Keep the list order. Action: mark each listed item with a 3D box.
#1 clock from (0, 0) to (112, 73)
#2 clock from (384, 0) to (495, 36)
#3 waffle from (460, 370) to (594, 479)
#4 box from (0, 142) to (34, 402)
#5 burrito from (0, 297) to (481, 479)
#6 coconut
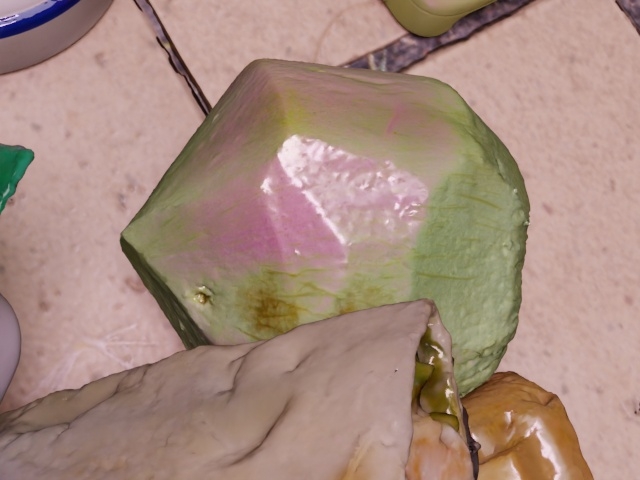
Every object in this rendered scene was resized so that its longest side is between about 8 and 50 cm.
[{"bbox_3d":[-0.242,-0.226,0.709,0.231,0.083,0.230,3,76,-11],"label":"clock"},{"bbox_3d":[0.131,-0.262,0.791,0.232,0.069,0.170,-24,80,-17],"label":"clock"},{"bbox_3d":[0.077,0.279,0.629,0.304,0.077,0.348,-19,79,-16],"label":"waffle"},{"bbox_3d":[-0.285,0.070,0.547,0.337,0.106,0.264,11,69,33],"label":"box"},{"bbox_3d":[-0.084,0.157,0.511,0.332,0.135,0.190,-17,87,23],"label":"burrito"},{"bbox_3d":[0.000,0.000,0.624,0.236,0.236,0.204,-2,57,-11],"label":"coconut"}]
